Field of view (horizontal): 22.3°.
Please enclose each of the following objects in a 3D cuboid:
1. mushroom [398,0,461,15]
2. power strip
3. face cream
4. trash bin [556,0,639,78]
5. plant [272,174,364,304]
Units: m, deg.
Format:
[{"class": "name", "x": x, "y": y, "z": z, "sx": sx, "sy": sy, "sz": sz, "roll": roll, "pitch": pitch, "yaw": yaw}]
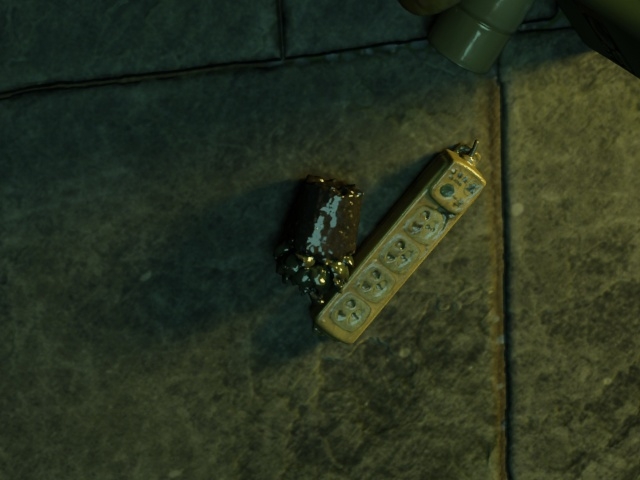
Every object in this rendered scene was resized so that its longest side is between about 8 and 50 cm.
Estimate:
[{"class": "mushroom", "x": 0.132, "y": -0.426, "z": 1.619, "sx": 0.314, "sy": 0.224, "sz": 0.397, "roll": 39, "pitch": 125, "yaw": -5}, {"class": "power strip", "x": 0.094, "y": 0.004, "z": 1.917, "sx": 0.064, "sy": 0.044, "sz": 0.305, "roll": 35, "pitch": 101, "yaw": -24}, {"class": "face cream", "x": 0.235, "y": -0.342, "z": 1.759, "sx": 0.084, "sy": 0.137, "sz": 0.341, "roll": 24, "pitch": 111, "yaw": -20}, {"class": "trash bin", "x": 0.392, "y": -0.271, "z": 1.701, "sx": 0.223, "sy": 0.343, "sz": 0.158, "roll": -37, "pitch": 114, "yaw": 5}, {"class": "plant", "x": 0.000, "y": 0.000, "z": 1.867, "sx": 0.092, "sy": 0.094, "sz": 0.143, "roll": 7, "pitch": 108, "yaw": -28}]
